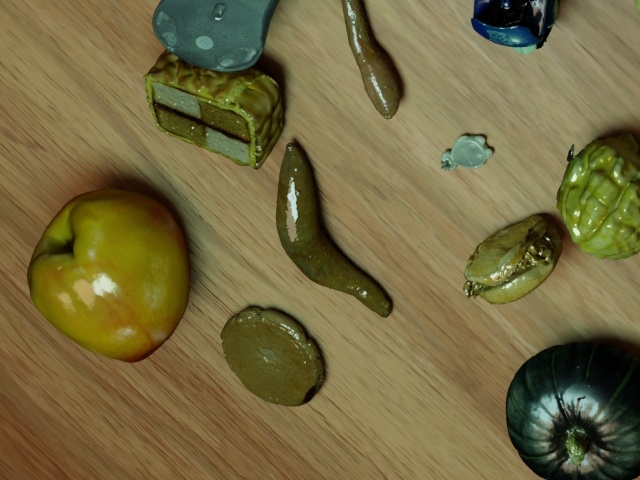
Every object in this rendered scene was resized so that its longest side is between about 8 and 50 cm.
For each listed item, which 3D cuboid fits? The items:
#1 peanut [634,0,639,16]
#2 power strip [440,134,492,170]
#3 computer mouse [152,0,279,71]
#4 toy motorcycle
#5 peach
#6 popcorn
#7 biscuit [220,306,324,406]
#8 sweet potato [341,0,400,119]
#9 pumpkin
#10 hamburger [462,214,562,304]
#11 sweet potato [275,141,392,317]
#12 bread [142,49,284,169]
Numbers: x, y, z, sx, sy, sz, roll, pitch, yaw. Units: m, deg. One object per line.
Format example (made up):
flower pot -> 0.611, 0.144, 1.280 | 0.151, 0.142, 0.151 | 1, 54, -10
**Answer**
peanut -> 0.456, -0.332, 1.437 | 0.229, 0.098, 0.103 | -60, 40, 44
power strip -> 0.211, -0.124, 1.798 | 0.083, 0.035, 0.055 | -20, 110, 39
computer mouse -> -0.113, -0.377, 1.699 | 0.167, 0.090, 0.379 | 22, 140, -17
toy motorcycle -> 0.249, -0.365, 1.477 | 0.125, 0.196, 0.331 | 15, 131, 25
peach -> -0.356, 0.064, 2.157 | 0.289, 0.289, 0.308 | -9, 144, 38
popcorn -> 0.391, -0.062, 1.648 | 0.142, 0.173, 0.173 | 0, 125, 7
biscuit -> -0.087, 0.213, 2.244 | 0.226, 0.042, 0.226 | 19, 132, 23
sweet potato -> 0.067, -0.278, 1.769 | 0.050, 0.050, 0.214 | -9, 113, 37
pumpkin -> 0.401, 0.271, 1.850 | 0.250, 0.216, 0.250 | 7, 114, 15
hamburger -> 0.281, 0.032, 1.796 | 0.147, 0.138, 0.083 | -30, 102, 37
sweet potato -> -0.004, 0.005, 2.008 | 0.108, 0.079, 0.346 | -21, 113, 29
bread -> -0.167, -0.216, 1.913 | 0.222, 0.096, 0.181 | 22, 151, 18
